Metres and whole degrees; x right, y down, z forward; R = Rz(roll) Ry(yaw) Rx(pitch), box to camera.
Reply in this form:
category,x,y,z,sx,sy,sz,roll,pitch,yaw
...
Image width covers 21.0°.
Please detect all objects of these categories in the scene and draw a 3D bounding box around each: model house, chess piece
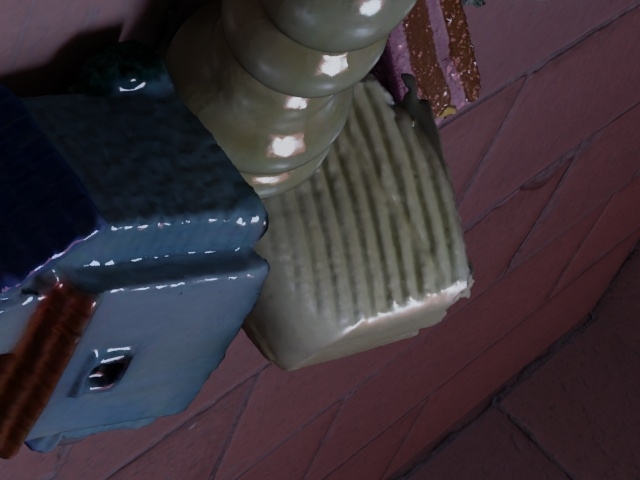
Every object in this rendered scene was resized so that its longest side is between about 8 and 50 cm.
category,x,y,z,sx,sy,sz,roll,pitch,yaw
model house,-0.251,0.032,1.381,0.329,0.251,0.295,-17,148,-46
chess piece,-0.018,-0.171,1.412,0.182,0.182,0.330,-37,176,-29

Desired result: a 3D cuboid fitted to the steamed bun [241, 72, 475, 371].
category,x,y,z,sx,sy,sz,roll,pitch,yaw
steamed bun,0.000,0.000,1.816,0.273,0.290,0.272,-23,163,-13

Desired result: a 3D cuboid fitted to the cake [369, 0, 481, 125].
category,x,y,z,sx,sy,sz,roll,pitch,yaw
cake,0.106,-0.218,1.879,0.116,0.113,0.295,-44,157,-15

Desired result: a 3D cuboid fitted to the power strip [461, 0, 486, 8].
category,x,y,z,sx,sy,sz,roll,pitch,yaw
power strip,0.156,-0.270,1.982,0.083,0.035,0.055,-31,157,-36

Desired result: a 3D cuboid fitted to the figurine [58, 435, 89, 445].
category,x,y,z,sx,sy,sz,roll,pitch,yaw
figurine,-0.246,0.156,1.780,0.197,0.093,0.147,-24,177,38
